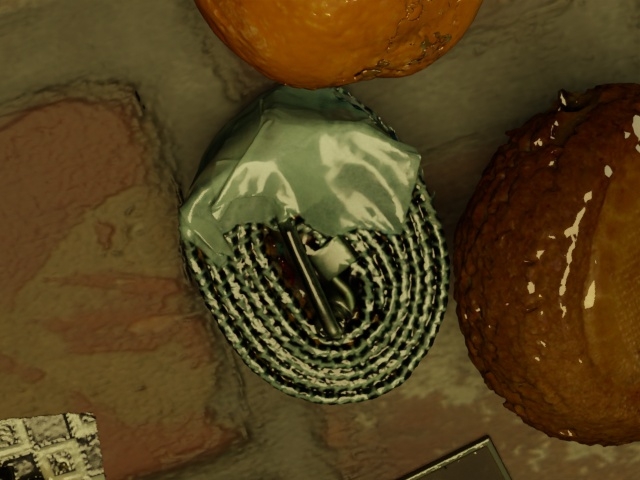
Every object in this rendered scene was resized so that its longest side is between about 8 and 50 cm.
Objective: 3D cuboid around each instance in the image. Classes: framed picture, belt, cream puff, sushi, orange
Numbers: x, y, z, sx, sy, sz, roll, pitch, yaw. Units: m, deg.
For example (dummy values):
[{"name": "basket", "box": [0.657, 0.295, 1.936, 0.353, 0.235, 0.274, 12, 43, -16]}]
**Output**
[{"name": "framed picture", "box": [0.109, 0.253, 1.750, 0.149, 0.011, 0.109, -26, 104, 5]}, {"name": "belt", "box": [0.000, 0.000, 1.605, 0.207, 0.150, 0.257, -22, 106, 3]}, {"name": "cream puff", "box": [0.227, 0.017, 1.585, 0.303, 0.212, 0.303, -9, 105, -38]}, {"name": "sushi", "box": [-0.292, 0.253, 1.719, 0.210, 0.040, 0.192, -8, 105, 0]}, {"name": "orange", "box": [0.014, -0.235, 1.498, 0.246, 0.246, 0.246, -1, 105, -2]}]
